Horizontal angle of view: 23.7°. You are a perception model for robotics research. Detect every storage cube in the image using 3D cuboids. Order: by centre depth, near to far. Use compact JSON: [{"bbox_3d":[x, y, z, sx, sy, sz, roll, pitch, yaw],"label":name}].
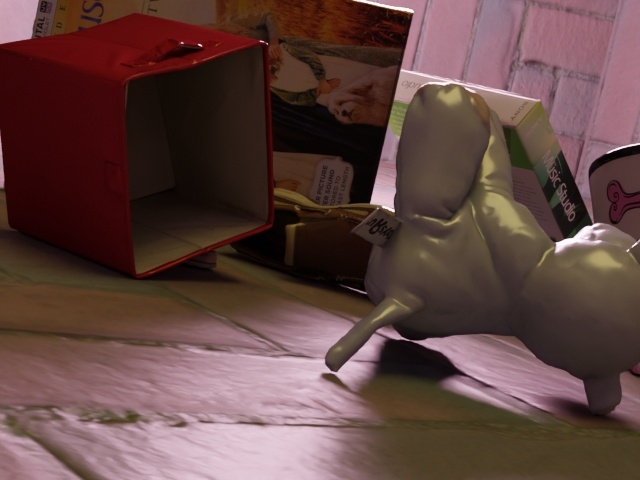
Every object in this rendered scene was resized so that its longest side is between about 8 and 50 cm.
[{"bbox_3d":[-0.176,-0.095,1.448,0.193,0.215,0.183,19,29,39],"label":"storage cube"}]

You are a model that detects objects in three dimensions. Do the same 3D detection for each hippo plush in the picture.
[{"bbox_3d":[0.170,0.004,1.253,0.236,0.234,0.294,14,6,13],"label":"hippo plush"}]

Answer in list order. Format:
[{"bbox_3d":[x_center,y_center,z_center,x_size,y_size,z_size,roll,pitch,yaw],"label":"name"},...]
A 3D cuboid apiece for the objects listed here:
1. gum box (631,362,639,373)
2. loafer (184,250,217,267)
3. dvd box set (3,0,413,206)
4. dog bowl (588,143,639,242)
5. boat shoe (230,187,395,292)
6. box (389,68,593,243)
[{"bbox_3d":[0.383,0.109,1.509,0.188,0.062,0.107,13,6,-3],"label":"gum box"},{"bbox_3d":[-0.157,-0.004,1.531,0.125,0.039,0.045,16,7,27],"label":"loafer"},{"bbox_3d":[-0.129,-0.161,1.753,0.420,0.308,0.062,13,9,-1],"label":"dvd box set"},{"bbox_3d":[0.475,0.026,1.618,0.408,0.150,0.408,11,-11,2],"label":"dog bowl"},{"bbox_3d":[0.000,0.008,1.585,0.257,0.095,0.095,11,18,42],"label":"boat shoe"},{"bbox_3d":[0.222,-0.067,1.915,0.232,0.058,0.322,19,-28,43],"label":"box"}]
